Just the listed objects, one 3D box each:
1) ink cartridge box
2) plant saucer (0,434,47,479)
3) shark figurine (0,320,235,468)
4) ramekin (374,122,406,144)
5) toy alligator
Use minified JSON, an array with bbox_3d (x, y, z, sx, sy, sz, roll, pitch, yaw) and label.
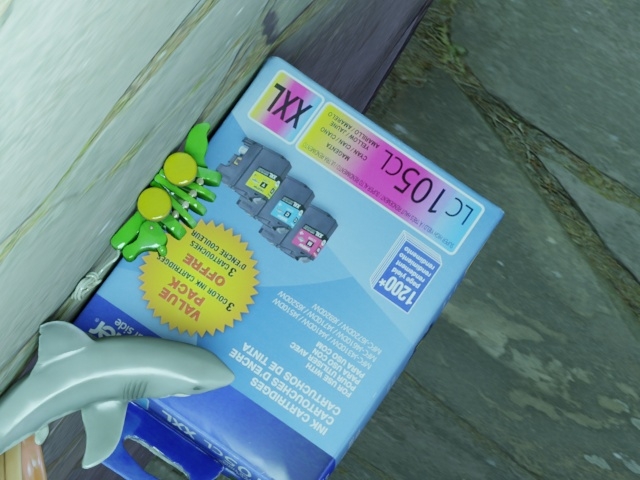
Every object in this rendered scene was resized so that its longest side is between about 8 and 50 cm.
[{"bbox_3d":[-0.053,0.070,1.843,0.395,0.270,0.151,-55,176,-12],"label":"ink cartridge box"},{"bbox_3d":[-0.264,0.246,1.753,0.200,0.037,0.200,173,-90,-87],"label":"plant saucer"},{"bbox_3d":[-0.229,0.127,1.639,0.278,0.166,0.116,-35,143,-25],"label":"shark figurine"},{"bbox_3d":[0.000,0.000,2.060,0.277,0.277,0.135,-55,169,-12],"label":"ramekin"},{"bbox_3d":[-0.135,-0.014,1.685,0.189,0.051,0.056,-55,177,-11],"label":"toy alligator"}]
